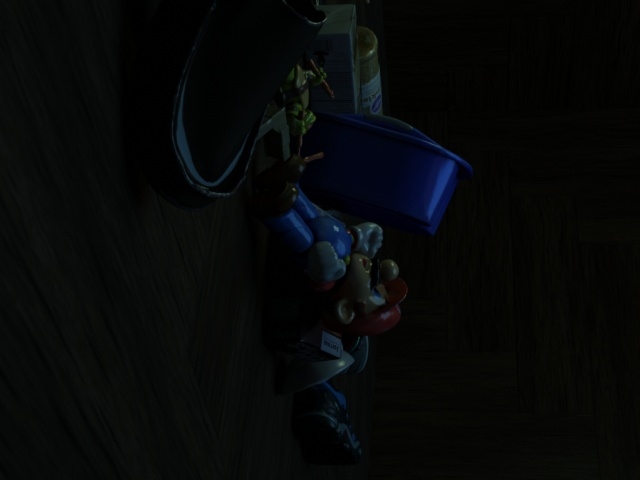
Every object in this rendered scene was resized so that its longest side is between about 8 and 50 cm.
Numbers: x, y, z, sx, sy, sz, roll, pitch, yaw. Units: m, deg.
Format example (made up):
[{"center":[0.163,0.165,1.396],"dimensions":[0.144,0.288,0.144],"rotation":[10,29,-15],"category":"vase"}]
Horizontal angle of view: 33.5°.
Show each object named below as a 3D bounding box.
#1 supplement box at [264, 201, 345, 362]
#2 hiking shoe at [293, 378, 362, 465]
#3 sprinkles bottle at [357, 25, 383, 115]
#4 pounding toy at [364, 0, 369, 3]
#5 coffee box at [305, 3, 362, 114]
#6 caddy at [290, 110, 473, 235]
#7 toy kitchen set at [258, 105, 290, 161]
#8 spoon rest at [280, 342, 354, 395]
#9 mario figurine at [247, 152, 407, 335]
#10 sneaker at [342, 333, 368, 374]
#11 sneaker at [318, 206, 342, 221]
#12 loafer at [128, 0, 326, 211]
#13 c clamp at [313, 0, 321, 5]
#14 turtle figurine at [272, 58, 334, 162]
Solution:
[{"center":[-0.022,0.068,1.741],"dimensions":[0.130,0.073,0.239],"rotation":[31,56,-53],"category":"supplement box"},{"center":[0.023,0.352,2.072],"dimensions":[0.304,0.113,0.132],"rotation":[76,16,-60],"category":"hiking shoe"},{"center":[0.091,-0.354,2.584],"dimensions":[0.355,0.121,0.121],"rotation":[79,13,-53],"category":"sprinkles bottle"},{"center":[0.052,-0.597,2.363],"dimensions":[0.130,0.100,0.141],"rotation":[-57,146,-76],"category":"pounding toy"},{"center":[0.028,-0.341,2.182],"dimensions":[0.141,0.098,0.246],"rotation":[-80,167,-52],"category":"coffee box"},{"center":[0.098,-0.138,1.908],"dimensions":[0.241,0.341,0.179],"rotation":[47,61,-79],"category":"caddy"},{"center":[-0.093,-0.145,1.508],"dimensions":[0.075,0.068,0.083],"rotation":[-44,142,-39],"category":"toy kitchen set"},{"center":[0.005,0.220,1.878],"dimensions":[0.084,0.137,0.276],"rotation":[63,11,-5],"category":"spoon rest"},{"center":[0.039,0.010,1.616],"dimensions":[0.198,0.170,0.320],"rotation":[-52,121,-25],"category":"mario figurine"},{"center":[0.042,0.193,2.162],"dimensions":[0.178,0.124,0.295],"rotation":[-88,166,-58],"category":"sneaker"},{"center":[0.000,0.000,2.009],"dimensions":[0.225,0.088,0.092],"rotation":[72,21,-66],"category":"sneaker"},{"center":[-0.073,-0.203,0.995],"dimensions":[0.134,0.130,0.365],"rotation":[12,93,-50],"category":"loafer"},{"center":[-0.002,-0.459,2.247],"dimensions":[0.160,0.022,0.137],"rotation":[82,11,-50],"category":"c clamp"},{"center":[-0.045,-0.260,1.682],"dimensions":[0.269,0.087,0.217],"rotation":[-74,156,-53],"category":"turtle figurine"}]
